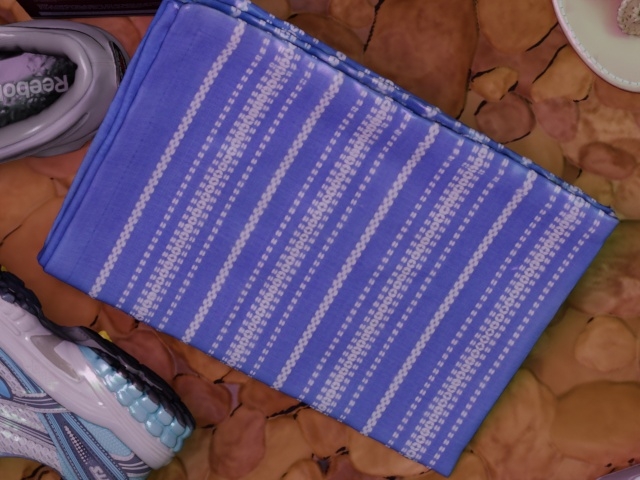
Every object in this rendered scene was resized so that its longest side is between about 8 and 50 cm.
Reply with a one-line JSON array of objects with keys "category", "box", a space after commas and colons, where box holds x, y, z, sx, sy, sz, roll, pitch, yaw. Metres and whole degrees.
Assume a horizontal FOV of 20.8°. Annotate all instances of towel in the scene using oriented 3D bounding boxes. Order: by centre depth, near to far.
[{"category": "towel", "box": [0.000, 0.000, 1.176, 0.336, 0.040, 0.243, 28, 114, -7]}]

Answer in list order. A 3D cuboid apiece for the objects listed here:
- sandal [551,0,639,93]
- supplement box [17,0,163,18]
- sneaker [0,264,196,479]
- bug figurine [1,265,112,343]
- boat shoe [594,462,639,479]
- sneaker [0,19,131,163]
[{"category": "sandal", "box": [0.200, -0.222, 1.224, 0.088, 0.079, 0.240, -14, 89, -2]}, {"category": "supplement box", "box": [-0.145, -0.200, 1.135, 0.130, 0.239, 0.073, -2, 88, -2]}, {"category": "sneaker", "box": [-0.223, 0.083, 1.124, 0.283, 0.110, 0.122, 37, 89, -9]}, {"category": "bug figurine", "box": [-0.277, 0.116, 1.207, 0.279, 0.072, 0.216, -30, 96, -7]}, {"category": "boat shoe", "box": [0.161, 0.232, 1.196, 0.319, 0.116, 0.099, -21, 85, -7]}, {"category": "sneaker", "box": [-0.295, -0.084, 1.180, 0.330, 0.146, 0.122, -19, 90, 0]}]
